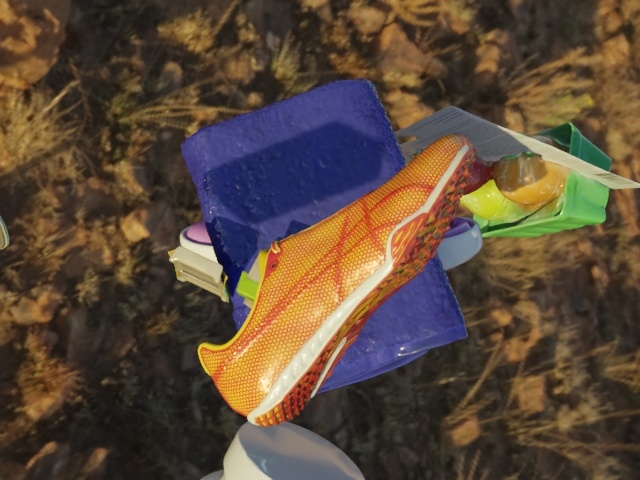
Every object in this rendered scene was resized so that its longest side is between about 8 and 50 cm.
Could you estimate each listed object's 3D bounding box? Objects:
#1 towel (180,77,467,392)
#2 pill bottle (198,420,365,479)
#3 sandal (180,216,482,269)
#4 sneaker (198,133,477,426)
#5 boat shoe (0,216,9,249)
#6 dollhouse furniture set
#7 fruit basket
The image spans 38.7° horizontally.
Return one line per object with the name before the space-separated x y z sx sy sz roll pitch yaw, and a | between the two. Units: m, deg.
towel | 0.000 0.000 0.972 0.076 0.227 0.308 85 -15 -83
pill bottle | -0.101 0.413 1.105 0.210 0.363 0.210 26 14 -7
sandal | 0.007 -0.031 1.154 0.169 0.416 0.102 -30 118 -58
sneaker | 0.008 0.009 0.443 0.067 0.175 0.064 42 -4 19
boat shoe | -0.455 -0.038 1.168 0.135 0.050 0.045 56 29 -17
dollhouse furniture set | -0.072 0.033 0.907 0.151 0.076 0.059 24 72 10
fruit basket | 0.261 -0.122 1.422 0.353 0.327 0.165 23 74 -20
